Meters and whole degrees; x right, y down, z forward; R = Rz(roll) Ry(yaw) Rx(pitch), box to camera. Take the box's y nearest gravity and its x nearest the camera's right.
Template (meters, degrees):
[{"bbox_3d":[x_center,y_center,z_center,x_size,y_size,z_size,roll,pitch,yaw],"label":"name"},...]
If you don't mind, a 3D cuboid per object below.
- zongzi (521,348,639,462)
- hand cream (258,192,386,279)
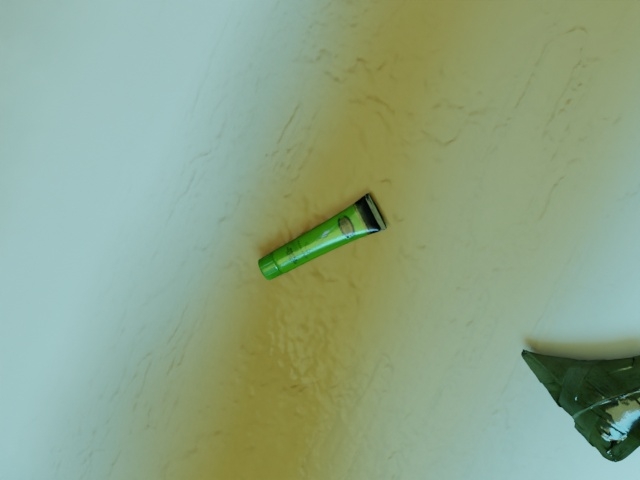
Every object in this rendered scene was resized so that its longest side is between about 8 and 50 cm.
[{"bbox_3d":[0.270,0.101,1.583,0.154,0.062,0.130,-41,75,10],"label":"zongzi"},{"bbox_3d":[0.000,0.000,1.651,0.122,0.023,0.036,-27,87,13],"label":"hand cream"}]
